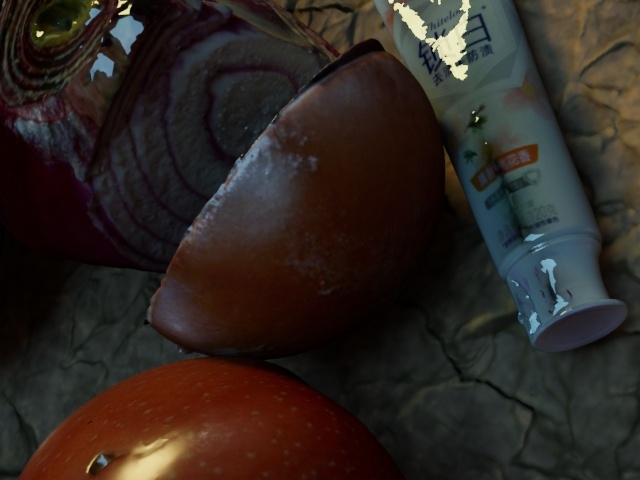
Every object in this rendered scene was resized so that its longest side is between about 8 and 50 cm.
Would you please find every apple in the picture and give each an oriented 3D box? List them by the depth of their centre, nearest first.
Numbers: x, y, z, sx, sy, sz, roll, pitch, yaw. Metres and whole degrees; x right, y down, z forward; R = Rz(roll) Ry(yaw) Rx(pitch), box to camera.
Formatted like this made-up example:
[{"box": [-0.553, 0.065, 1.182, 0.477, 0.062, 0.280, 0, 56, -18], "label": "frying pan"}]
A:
[{"box": [-0.052, 0.187, 0.766, 0.216, 0.260, 0.260, -37, 60, -9], "label": "apple"}]

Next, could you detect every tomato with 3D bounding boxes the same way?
[{"box": [0.000, 0.000, 0.821, 0.112, 0.199, 0.228, 38, 127, 10], "label": "tomato"}]

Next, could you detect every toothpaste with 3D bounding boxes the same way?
[{"box": [0.106, -0.085, 0.856, 0.100, 0.066, 0.323, -30, 59, 22], "label": "toothpaste"}]

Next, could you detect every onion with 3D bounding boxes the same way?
[{"box": [-0.127, -0.096, 0.908, 0.207, 0.216, 0.206, 44, 106, 40], "label": "onion"}]

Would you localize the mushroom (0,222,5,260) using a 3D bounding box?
[{"box": [-0.331, -0.125, 1.048, 0.224, 0.314, 0.397, -12, 34, 0], "label": "mushroom"}]
